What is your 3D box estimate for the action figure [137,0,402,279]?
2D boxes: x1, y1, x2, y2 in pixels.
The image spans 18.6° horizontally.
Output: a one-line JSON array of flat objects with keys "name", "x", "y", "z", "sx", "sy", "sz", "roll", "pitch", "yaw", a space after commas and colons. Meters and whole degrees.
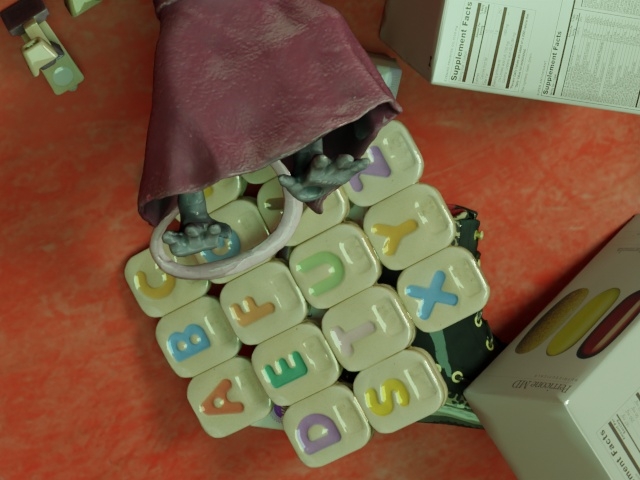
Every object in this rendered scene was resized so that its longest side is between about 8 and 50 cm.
[{"name": "action figure", "x": -0.063, "y": -0.190, "z": 1.486, "sx": 0.248, "sy": 0.276, "sz": 0.370, "roll": -14, "pitch": 72, "yaw": -5}]

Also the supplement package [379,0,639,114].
[{"name": "supplement package", "x": 0.174, "y": -0.196, "z": 1.527, "sx": 0.203, "sy": 0.194, "sz": 0.149, "roll": 7, "pitch": 105, "yaw": -13}]

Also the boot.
[{"name": "boot", "x": 0.133, "y": 0.065, "z": 1.659, "sx": 0.236, "sy": 0.085, "sz": 0.178, "roll": 5, "pitch": 103, "yaw": -13}]

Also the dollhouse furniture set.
[{"name": "dollhouse furniture set", "x": -0.177, "y": -0.161, "z": 1.543, "sx": 0.114, "sy": 0.091, "sz": 0.081, "roll": -32, "pitch": 125, "yaw": -2}]

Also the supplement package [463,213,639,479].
[{"name": "supplement package", "x": 0.263, "y": 0.101, "z": 1.613, "sx": 0.244, "sy": 0.139, "sz": 0.134, "roll": -43, "pitch": 111, "yaw": -26}]

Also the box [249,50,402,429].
[{"name": "box", "x": 0.000, "y": 0.000, "z": 1.625, "sx": 0.067, "sy": 0.063, "sz": 0.324, "roll": 10, "pitch": 105, "yaw": -10}]

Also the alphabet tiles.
[{"name": "alphabet tiles", "x": -0.016, "y": 0.035, "z": 1.581, "sx": 0.278, "sy": 0.021, "sz": 0.284, "roll": -27, "pitch": 91, "yaw": 21}]
